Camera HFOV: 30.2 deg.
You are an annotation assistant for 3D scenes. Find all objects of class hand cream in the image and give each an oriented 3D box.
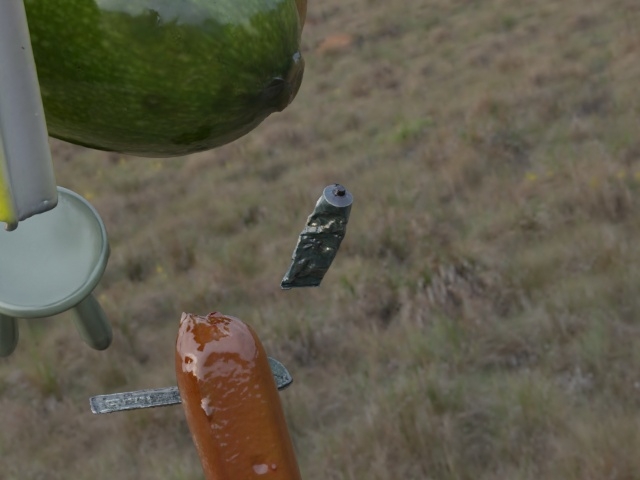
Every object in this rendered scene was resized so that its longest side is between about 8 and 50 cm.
[{"bbox_3d":[0.000,0.000,2.043,0.075,0.248,0.052,16,39,-8],"label":"hand cream"}]

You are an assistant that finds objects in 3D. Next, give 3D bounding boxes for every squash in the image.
[{"bbox_3d":[-0.173,-0.184,1.015,0.309,0.310,0.310,38,43,23],"label":"squash"}]

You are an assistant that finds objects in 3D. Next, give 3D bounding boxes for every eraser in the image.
[{"bbox_3d":[-0.280,-0.126,0.849,0.158,0.226,0.069,5,21,30],"label":"eraser"}]

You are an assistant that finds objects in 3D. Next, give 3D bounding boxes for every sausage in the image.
[{"bbox_3d":[-0.064,0.232,1.157,0.094,0.349,0.097,-17,6,-1],"label":"sausage"}]

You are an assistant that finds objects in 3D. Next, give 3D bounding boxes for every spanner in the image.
[{"bbox_3d":[-0.201,0.233,1.816,0.325,0.093,0.026,-7,-30,9],"label":"spanner"}]

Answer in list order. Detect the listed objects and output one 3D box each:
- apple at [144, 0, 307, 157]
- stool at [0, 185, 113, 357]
[{"bbox_3d":[-0.216,-0.302,1.461,0.400,0.400,0.333,-25,43,-32],"label":"apple"},{"bbox_3d":[-0.385,0.045,1.656,0.195,0.195,0.199,-4,-23,-5],"label":"stool"}]
